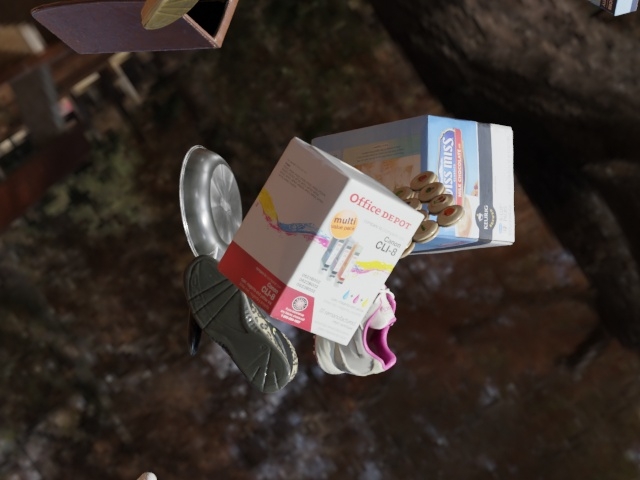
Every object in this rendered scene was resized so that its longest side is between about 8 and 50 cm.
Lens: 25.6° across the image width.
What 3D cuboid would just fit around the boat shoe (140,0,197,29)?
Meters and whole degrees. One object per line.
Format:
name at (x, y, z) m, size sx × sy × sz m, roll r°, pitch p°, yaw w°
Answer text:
boat shoe at (-0.156, -0.298, 1.571) m, size 0.056 × 0.048 × 0.153 m, roll -14°, pitch 153°, yaw -51°

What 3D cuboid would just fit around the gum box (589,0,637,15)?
gum box at (0.319, -0.380, 1.703) m, size 0.041 × 0.157 × 0.184 m, roll -18°, pitch -139°, yaw -31°

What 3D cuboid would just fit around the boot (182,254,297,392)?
boot at (-0.120, 0.132, 2.172) m, size 0.085 × 0.236 × 0.178 m, roll -36°, pitch 173°, yaw 3°

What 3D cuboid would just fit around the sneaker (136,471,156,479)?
sneaker at (-0.289, 0.384, 2.011) m, size 0.053 × 0.061 × 0.152 m, roll -29°, pitch -161°, yaw 54°

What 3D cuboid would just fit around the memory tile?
memory tile at (0.114, -0.034, 1.775) m, size 0.113 × 0.012 × 0.148 m, roll -32°, pitch -151°, yaw 1°

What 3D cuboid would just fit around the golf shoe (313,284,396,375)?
golf shoe at (0.067, 0.071, 2.269) m, size 0.140 × 0.306 × 0.115 m, roll 8°, pitch -166°, yaw 37°

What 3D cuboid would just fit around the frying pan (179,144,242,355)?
frying pan at (-0.179, -0.008, 2.171) m, size 0.053 × 0.197 × 0.326 m, roll -7°, pitch -137°, yaw 18°

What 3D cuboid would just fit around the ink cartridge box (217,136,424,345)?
ink cartridge box at (0.000, 0.000, 1.571) m, size 0.127 × 0.128 × 0.176 m, roll 38°, pitch -80°, yaw 49°

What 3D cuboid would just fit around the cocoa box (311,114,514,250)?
cocoa box at (0.169, -0.096, 2.697) m, size 0.228 × 0.231 × 0.347 m, roll 6°, pitch 172°, yaw -39°

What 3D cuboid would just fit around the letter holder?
letter holder at (-0.289, -0.386, 2.001) m, size 0.302 × 0.214 × 0.152 m, roll 4°, pitch -112°, yaw 40°
